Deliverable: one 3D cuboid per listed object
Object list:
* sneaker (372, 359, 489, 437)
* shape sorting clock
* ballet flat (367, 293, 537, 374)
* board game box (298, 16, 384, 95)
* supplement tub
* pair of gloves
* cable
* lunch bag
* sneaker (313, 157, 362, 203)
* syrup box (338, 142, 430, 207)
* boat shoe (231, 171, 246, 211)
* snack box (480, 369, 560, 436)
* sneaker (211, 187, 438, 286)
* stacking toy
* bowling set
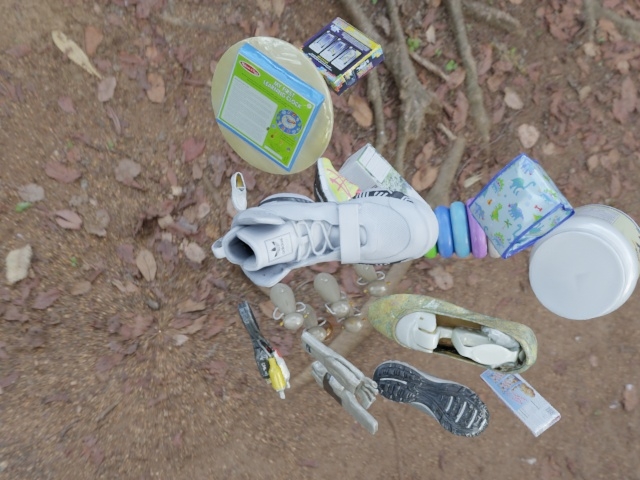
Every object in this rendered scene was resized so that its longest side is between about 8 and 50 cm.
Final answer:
[{"bbox_3d":[0.241,0.331,1.397,0.271,0.108,0.100,27,90,3],"label":"sneaker"},{"bbox_3d":[-0.073,-0.196,0.953,0.206,0.206,0.040,49,43,-3],"label":"shape sorting clock"},{"bbox_3d":[0.261,0.190,1.295,0.348,0.123,0.123,12,79,9],"label":"ballet flat"},{"bbox_3d":[0.041,-0.428,1.493,0.141,0.048,0.170,-39,53,-5],"label":"board game box"},{"bbox_3d":[0.636,0.048,1.538,0.324,0.235,0.236,-20,87,-57],"label":"supplement tub"},{"bbox_3d":[0.049,0.305,1.388,0.042,0.240,0.204,-40,56,-21],"label":"pair of gloves"},{"bbox_3d":[-0.133,0.245,1.576,0.072,0.139,0.288,-12,120,1],"label":"cable"},{"bbox_3d":[0.359,-0.058,1.176,0.096,0.151,0.129,15,41,-50],"label":"lunch bag"},{"bbox_3d":[0.041,-0.101,1.371,0.094,0.082,0.209,-7,48,-12],"label":"sneaker"},{"bbox_3d":[0.158,-0.120,1.635,0.237,0.096,0.093,45,46,-11],"label":"syrup box"},{"bbox_3d":[-0.200,-0.122,1.602,0.035,0.035,0.100,0,73,-25],"label":"boat shoe"},{"bbox_3d":[0.410,0.322,1.337,0.064,0.178,0.022,-35,129,-5],"label":"snack box"},{"bbox_3d":[0.000,0.000,1.080,0.210,0.365,0.138,-32,120,-55],"label":"sneaker"},{"bbox_3d":[0.229,-0.016,1.422,0.329,0.141,0.141,-6,83,10],"label":"stacking toy"},{"bbox_3d":[0.033,0.183,1.543,0.286,0.154,0.200,-18,124,-10],"label":"bowling set"}]
